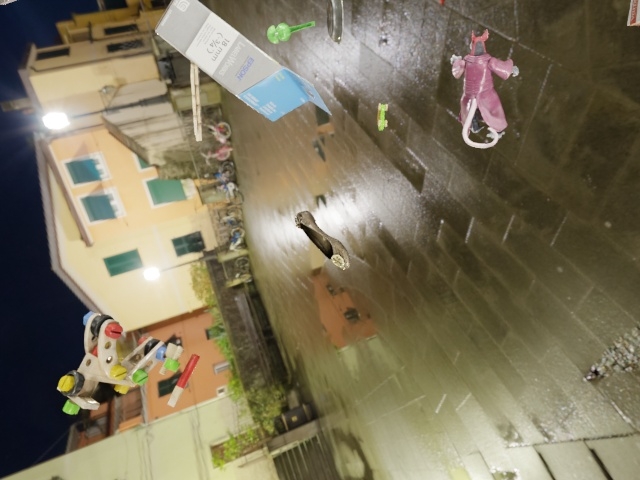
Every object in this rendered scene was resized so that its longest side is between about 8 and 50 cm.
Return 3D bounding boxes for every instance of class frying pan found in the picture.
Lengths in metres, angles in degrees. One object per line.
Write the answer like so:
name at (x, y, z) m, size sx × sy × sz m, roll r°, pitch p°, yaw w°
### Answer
frying pan at (0.058, -0.934, 1.650) m, size 0.197 × 0.053 × 0.326 m, roll -105°, pitch 10°, yaw -50°

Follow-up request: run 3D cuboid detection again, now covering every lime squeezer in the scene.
lime squeezer at (-0.121, -0.731, 1.477) m, size 0.059 × 0.109 × 0.310 m, roll 59°, pitch -148°, yaw -17°

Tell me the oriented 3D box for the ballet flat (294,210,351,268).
ballet flat at (0.000, 0.000, 1.349) m, size 0.250 × 0.058 × 0.084 m, roll 48°, pitch 136°, yaw 20°

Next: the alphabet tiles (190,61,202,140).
alphabet tiles at (-0.357, -0.442, 1.230) m, size 0.278 × 0.021 × 0.284 m, roll -108°, pitch 21°, yaw -47°

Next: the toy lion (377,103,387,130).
toy lion at (0.223, -0.451, 1.571) m, size 0.096 × 0.034 × 0.100 m, roll 101°, pitch 171°, yaw -80°

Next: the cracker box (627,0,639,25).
cracker box at (0.772, -0.575, 0.927) m, size 0.232 × 0.067 × 0.156 m, roll -58°, pitch -32°, yaw -72°

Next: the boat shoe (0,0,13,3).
boat shoe at (-0.653, -0.553, 0.873) m, size 0.095 × 0.335 × 0.112 m, roll 25°, pitch 142°, yaw 37°

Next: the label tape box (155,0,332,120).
label tape box at (-0.152, -0.357, 0.930) m, size 0.333 × 0.106 × 0.240 m, roll 39°, pitch -171°, yaw 6°

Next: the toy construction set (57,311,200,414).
toy construction set at (-0.506, 0.350, 1.101) m, size 0.257 × 0.308 × 0.237 m, roll 98°, pitch -166°, yaw -67°

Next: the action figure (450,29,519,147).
action figure at (0.557, -0.558, 1.546) m, size 0.247 × 0.276 × 0.371 m, roll 10°, pitch 132°, yaw 37°
